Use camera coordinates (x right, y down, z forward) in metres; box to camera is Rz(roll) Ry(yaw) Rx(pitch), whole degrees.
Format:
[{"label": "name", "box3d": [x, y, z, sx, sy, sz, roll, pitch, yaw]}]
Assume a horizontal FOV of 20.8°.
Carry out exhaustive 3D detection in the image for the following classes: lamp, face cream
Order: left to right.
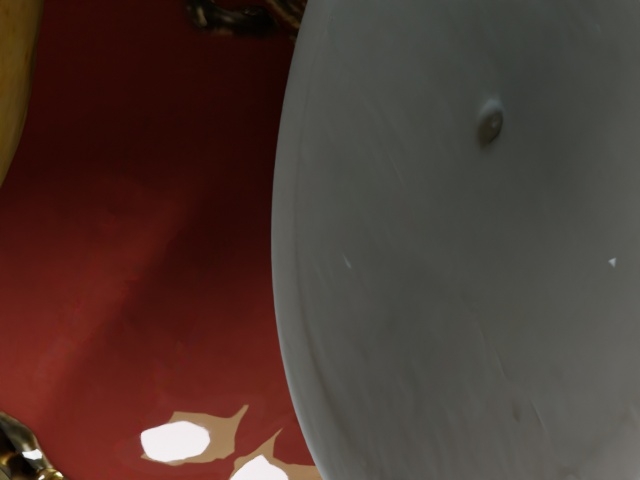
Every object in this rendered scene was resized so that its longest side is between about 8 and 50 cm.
[{"label": "lamp", "box3d": [-0.024, -0.007, 0.562, 0.227, 0.227, 0.227, 4, 172, 1]}, {"label": "face cream", "box3d": [0.114, -0.012, 0.410, 0.187, 0.201, 0.201, 9, 171, -28]}]

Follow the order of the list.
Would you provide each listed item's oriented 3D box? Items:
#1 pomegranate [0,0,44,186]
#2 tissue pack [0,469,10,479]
[{"label": "pomegranate", "box3d": [-0.136, -0.059, 0.323, 0.196, 0.196, 0.196, 4, 172, 1]}, {"label": "tissue pack", "box3d": [-0.213, 0.095, 0.787, 0.293, 0.228, 0.382, 46, 175, -7]}]
